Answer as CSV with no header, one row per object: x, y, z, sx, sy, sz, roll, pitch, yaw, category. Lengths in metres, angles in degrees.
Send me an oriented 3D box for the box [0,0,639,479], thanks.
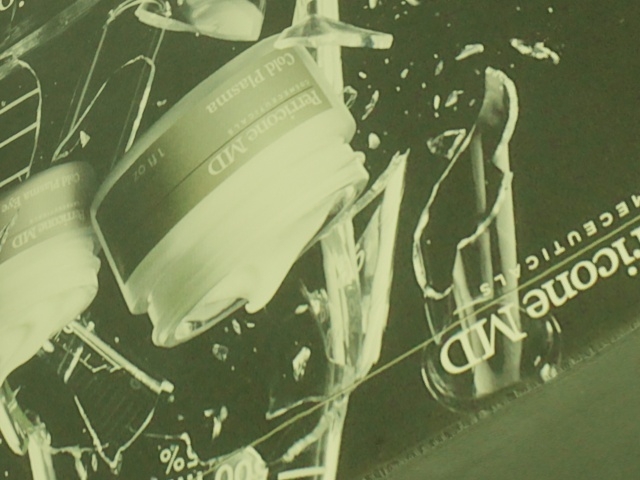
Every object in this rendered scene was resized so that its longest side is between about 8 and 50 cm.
0.000,0.000,0.644,0.343,0.179,0.312,-33,52,17,box
